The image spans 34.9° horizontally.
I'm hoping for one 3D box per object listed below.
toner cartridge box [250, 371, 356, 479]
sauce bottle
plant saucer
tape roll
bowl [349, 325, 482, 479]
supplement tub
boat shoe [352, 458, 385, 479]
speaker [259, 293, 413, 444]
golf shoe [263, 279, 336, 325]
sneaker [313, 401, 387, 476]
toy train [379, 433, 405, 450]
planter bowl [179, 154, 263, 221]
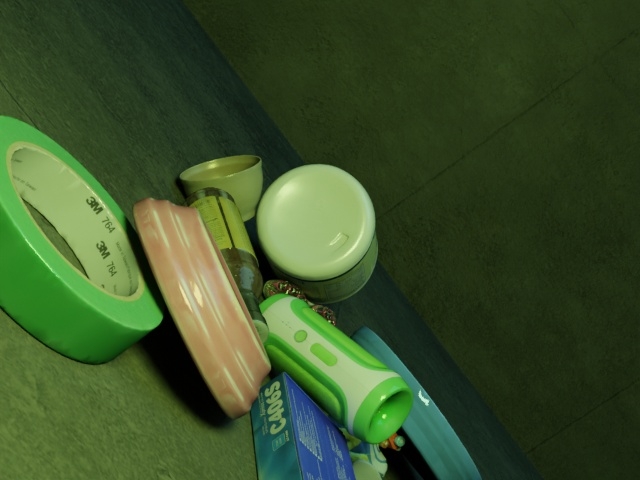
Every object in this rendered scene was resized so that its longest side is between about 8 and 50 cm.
[{"bbox_3d":[-0.014,0.351,1.452,0.165,0.075,0.348,48,11,-24],"label":"toner cartridge box"},{"bbox_3d":[-0.160,0.046,1.710,0.111,0.111,0.344,46,14,-38],"label":"sauce bottle"},{"bbox_3d":[-0.156,0.083,1.420,0.332,0.084,0.332,155,-90,-87],"label":"plant saucer"},{"bbox_3d":[-0.322,-0.003,1.238,0.321,0.077,0.321,52,11,-14],"label":"tape roll"},{"bbox_3d":[0.167,0.346,2.000,0.391,0.077,0.391,53,-8,11],"label":"bowl"},{"bbox_3d":[0.000,0.000,2.106,0.235,0.235,0.325,57,-5,15],"label":"supplement tub"},{"bbox_3d":[0.092,0.428,1.769,0.142,0.049,0.040,56,3,-24],"label":"boat shoe"},{"bbox_3d":[0.010,0.206,1.674,0.296,0.131,0.131,35,-3,36],"label":"speaker"},{"bbox_3d":[-0.057,0.134,2.052,0.186,0.067,0.086,37,-18,-36],"label":"golf shoe"},{"bbox_3d":[0.079,0.334,1.779,0.240,0.126,0.091,44,14,-42],"label":"sneaker"},{"bbox_3d":[0.080,0.338,1.900,0.166,0.046,0.125,12,-48,54],"label":"toy train"},{"bbox_3d":[-0.183,-0.092,1.987,0.162,0.162,0.109,-94,172,-71],"label":"planter bowl"}]
